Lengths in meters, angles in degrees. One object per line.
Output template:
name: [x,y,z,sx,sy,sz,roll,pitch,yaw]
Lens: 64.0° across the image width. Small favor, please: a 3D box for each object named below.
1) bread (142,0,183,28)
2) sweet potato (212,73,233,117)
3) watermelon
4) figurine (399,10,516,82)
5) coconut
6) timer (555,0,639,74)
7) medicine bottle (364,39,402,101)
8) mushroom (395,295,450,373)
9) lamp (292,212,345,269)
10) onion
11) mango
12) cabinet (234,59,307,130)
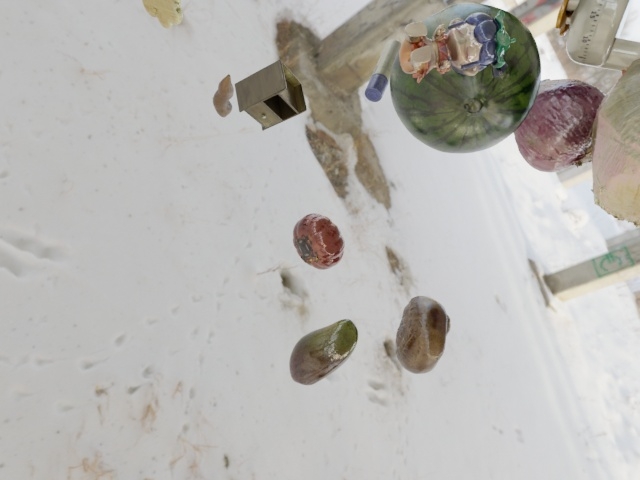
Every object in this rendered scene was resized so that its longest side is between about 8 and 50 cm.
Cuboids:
bread: [-0.501,-0.758,1.573,0.039,0.182,0.251,-37,69,-28]
sweet potato: [-0.311,-0.458,1.637,0.065,0.218,0.051,-12,74,-17]
watermelon: [0.319,-0.341,1.103,0.331,0.330,0.189,52,12,-18]
figurine: [0.221,-0.323,0.841,0.102,0.194,0.112,173,-92,-83]
coconut: [0.790,-0.233,1.096,0.404,0.404,0.405,38,38,-37]
timer: [0.741,-0.556,1.303,0.233,0.240,0.234,-46,148,-40]
medicine bottle: [0.198,-0.528,1.589,0.059,0.059,0.231,43,56,-31]
mushroom: [0.312,0.288,1.571,0.253,0.153,0.253,16,90,-81]
lamp: [0.000,0.000,1.575,0.140,0.182,0.182,-32,95,-31]
onion: [0.650,-0.372,1.443,0.349,0.267,0.159,60,13,25]
mango: [0.000,0.319,1.463,0.133,0.267,0.111,50,24,9]
cabinet: [-0.194,-0.562,2.020,0.174,0.215,0.148,32,43,-59]
